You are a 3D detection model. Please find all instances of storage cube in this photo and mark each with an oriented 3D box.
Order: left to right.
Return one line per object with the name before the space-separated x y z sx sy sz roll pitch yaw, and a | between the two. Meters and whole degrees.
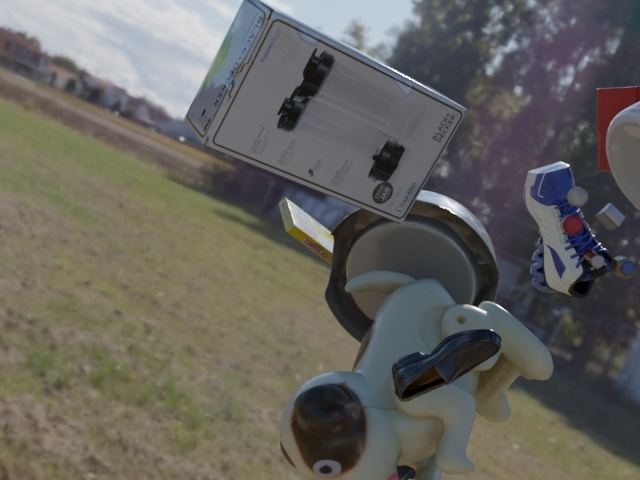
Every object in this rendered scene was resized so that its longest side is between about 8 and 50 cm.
storage cube | 0.742 -0.250 2.118 0.183 0.193 0.215 -4 8 -11

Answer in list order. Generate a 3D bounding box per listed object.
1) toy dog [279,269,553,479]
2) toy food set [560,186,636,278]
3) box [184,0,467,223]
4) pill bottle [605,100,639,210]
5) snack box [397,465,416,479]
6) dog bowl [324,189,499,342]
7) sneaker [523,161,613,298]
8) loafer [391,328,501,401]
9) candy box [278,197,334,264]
toy dog | 0.120 0.250 1.572 0.395 0.408 0.284 51 -30 8
toy food set | 0.555 -0.002 1.838 0.232 0.111 0.104 47 9 4
box | 0.009 -0.149 1.111 0.290 0.169 0.087 19 18 -32
pill bottle | 0.679 -0.193 1.578 0.210 0.363 0.210 56 -16 25
snack box | 0.182 0.386 1.960 0.187 0.322 0.060 38 -39 4
dog bowl | 0.177 0.060 1.812 0.348 0.349 0.102 24 32 6
sneaker | 0.547 -0.006 2.041 0.127 0.316 0.182 -21 26 -22
loafer | 0.178 0.179 1.328 0.062 0.170 0.061 46 28 -27
candy box | 0.000 0.000 1.936 0.206 0.027 0.105 37 22 -32
